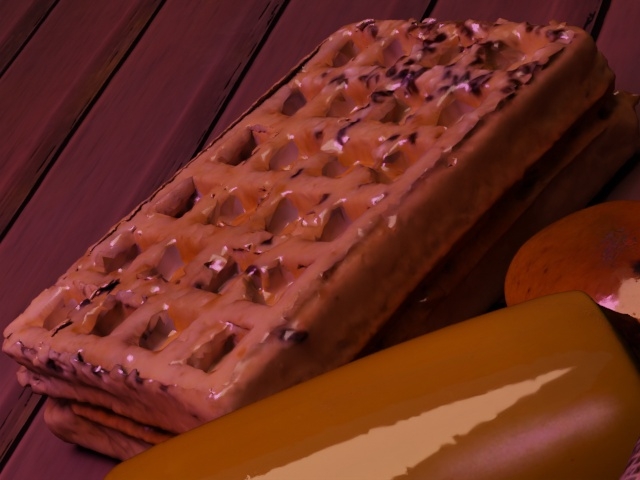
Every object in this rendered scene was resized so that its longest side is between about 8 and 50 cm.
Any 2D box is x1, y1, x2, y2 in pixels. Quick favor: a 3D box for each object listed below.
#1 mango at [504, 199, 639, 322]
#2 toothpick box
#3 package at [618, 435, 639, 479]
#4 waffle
[{"bbox_3d":[0.167,0.030,1.078,0.115,0.090,0.178,-35,20,3],"label":"mango"},{"bbox_3d":[0.046,0.135,0.927,0.271,0.175,0.175,-25,29,0],"label":"toothpick box"},{"bbox_3d":[0.184,0.117,0.793,0.108,0.223,0.288,26,54,37],"label":"package"},{"bbox_3d":[0.000,0.000,1.250,0.261,0.114,0.376,7,44,50],"label":"waffle"}]
